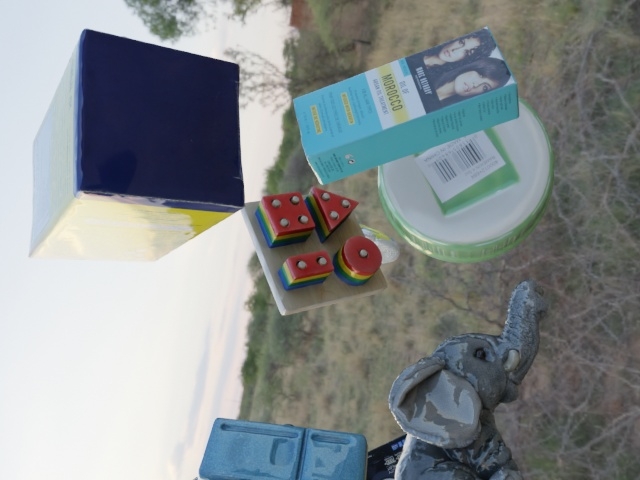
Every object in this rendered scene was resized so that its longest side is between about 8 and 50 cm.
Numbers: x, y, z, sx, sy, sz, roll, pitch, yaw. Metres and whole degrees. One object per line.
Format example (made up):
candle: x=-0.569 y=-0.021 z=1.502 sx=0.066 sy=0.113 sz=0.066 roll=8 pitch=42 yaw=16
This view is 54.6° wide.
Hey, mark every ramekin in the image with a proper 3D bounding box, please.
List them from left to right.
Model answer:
ramekin: x=0.238 y=-0.115 z=1.032 sx=0.148 sy=0.304 sz=0.303 roll=15 pitch=-95 yaw=-76

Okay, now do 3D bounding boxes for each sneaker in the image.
sneaker: x=0.092 y=-0.025 z=1.561 sx=0.126 sy=0.240 sz=0.091 roll=-64 pitch=-11 yaw=-51

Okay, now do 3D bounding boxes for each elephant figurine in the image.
elephant figurine: x=0.145 y=0.176 z=0.648 sx=0.169 sy=0.186 sz=0.239 roll=-42 pitch=51 yaw=54

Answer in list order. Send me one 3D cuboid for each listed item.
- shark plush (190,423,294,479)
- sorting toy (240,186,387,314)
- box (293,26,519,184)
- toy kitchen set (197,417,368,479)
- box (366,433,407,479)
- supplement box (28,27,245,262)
shark plush: x=-0.061 y=0.221 z=0.629 sx=0.067 sy=0.161 sz=0.073 roll=-36 pitch=52 yaw=53
sorting toy: x=0.000 y=0.000 z=1.298 sx=0.257 sy=0.256 sz=0.089 roll=66 pitch=147 yaw=22
box: x=0.097 y=-0.156 z=0.730 sx=0.060 sy=0.244 sz=0.100 roll=58 pitch=-164 yaw=-55
toy kitchen set: x=-0.033 y=0.171 z=0.370 sx=0.207 sy=0.122 sz=0.166 roll=-80 pitch=-6 yaw=-53
box: x=0.101 y=0.428 z=1.032 sx=0.077 sy=0.180 sz=0.147 roll=93 pitch=154 yaw=-64
supplement box: x=-0.265 y=-0.097 z=0.845 sx=0.357 sy=0.195 sz=0.194 roll=-22 pitch=68 yaw=55
